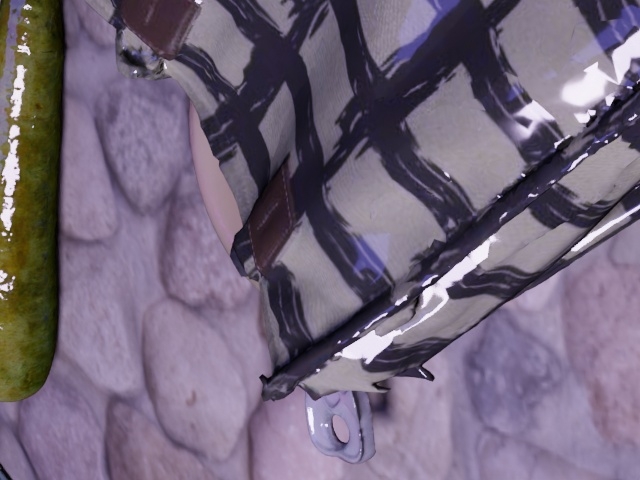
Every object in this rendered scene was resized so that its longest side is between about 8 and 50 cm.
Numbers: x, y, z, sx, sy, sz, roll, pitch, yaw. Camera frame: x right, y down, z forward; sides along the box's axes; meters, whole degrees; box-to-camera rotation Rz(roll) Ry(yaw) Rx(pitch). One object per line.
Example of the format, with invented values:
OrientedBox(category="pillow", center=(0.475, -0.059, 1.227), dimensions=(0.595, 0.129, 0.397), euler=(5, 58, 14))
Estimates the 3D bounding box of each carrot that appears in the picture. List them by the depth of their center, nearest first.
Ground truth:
OrientedBox(category="carrot", center=(-0.225, -0.038, 1.354), dimensions=(0.074, 0.074, 0.359), euler=(33, 126, 38))

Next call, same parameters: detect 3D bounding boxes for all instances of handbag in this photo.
OrientedBox(category="handbag", center=(0.041, -0.124, 0.872), dimensions=(0.327, 0.162, 0.325), euler=(-41, 66, 34))

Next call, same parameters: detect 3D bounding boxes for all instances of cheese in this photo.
OrientedBox(category="cheese", center=(0.000, 0.000, 1.092), dimensions=(0.163, 0.082, 0.286), euler=(7, 112, 49))

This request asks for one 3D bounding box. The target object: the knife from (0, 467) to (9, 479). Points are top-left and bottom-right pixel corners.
OrientedBox(category="knife", center=(-0.275, 0.209, 1.553), dimensions=(0.210, 0.015, 0.028), euler=(46, 141, 29))
